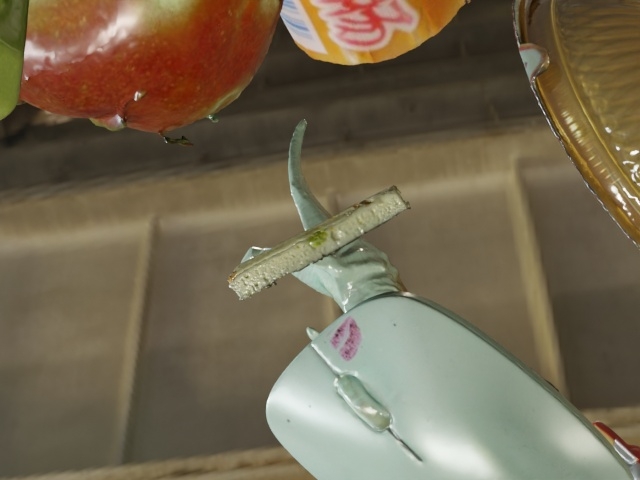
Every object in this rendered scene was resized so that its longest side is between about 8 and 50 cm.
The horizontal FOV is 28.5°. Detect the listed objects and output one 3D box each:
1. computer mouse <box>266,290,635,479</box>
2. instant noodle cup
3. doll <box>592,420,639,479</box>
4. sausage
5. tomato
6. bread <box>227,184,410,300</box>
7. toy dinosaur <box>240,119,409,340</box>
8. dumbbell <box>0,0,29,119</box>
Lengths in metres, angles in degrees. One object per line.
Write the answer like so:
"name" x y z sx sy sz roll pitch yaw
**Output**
"computer mouse" 0.101 0.158 0.873 0.159 0.288 0.097 -43 -152 19
"instant noodle cup" 0.253 -0.096 0.892 0.091 0.274 0.274 -34 -165 31
"doll" 0.382 0.279 1.479 0.057 0.109 0.169 -34 -163 -12
"sausage" 0.016 -0.371 1.400 0.233 0.287 0.233 -16 -137 16
"tomato" -0.166 -0.228 1.002 0.304 0.239 0.303 22 -162 -7
"bread" 0.000 0.000 1.001 0.154 0.028 0.068 -28 -179 5
"toy dinosaur" 0.003 0.020 1.411 0.206 0.092 0.392 10 -140 -22
"dumbbell" -0.048 -0.122 0.412 0.302 0.108 0.121 -16 -131 14
